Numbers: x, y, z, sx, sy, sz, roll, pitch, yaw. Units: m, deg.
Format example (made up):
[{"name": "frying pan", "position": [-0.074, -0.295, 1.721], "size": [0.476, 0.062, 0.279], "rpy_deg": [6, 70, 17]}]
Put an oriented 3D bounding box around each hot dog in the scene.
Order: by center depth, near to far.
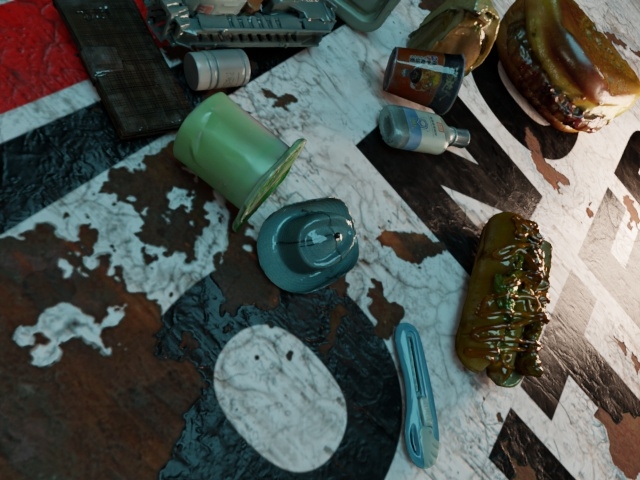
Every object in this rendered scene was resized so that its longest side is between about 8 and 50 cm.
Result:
[{"name": "hot dog", "position": [0.357, 0.097, 0.845], "size": [0.158, 0.117, 0.349], "rpy_deg": [35, 59, -13]}, {"name": "hot dog", "position": [0.605, -0.427, 1.139], "size": [0.405, 0.185, 0.223], "rpy_deg": [44, 56, -8]}]

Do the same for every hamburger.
[{"name": "hamburger", "position": [0.297, -0.438, 0.961], "size": [0.155, 0.208, 0.135], "rpy_deg": [16, 67, -18]}]

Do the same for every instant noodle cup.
[{"name": "instant noodle cup", "position": [0.202, -0.329, 0.917], "size": [0.136, 0.127, 0.127], "rpy_deg": [13, 65, -6]}]

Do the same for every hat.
[{"name": "hat", "position": [0.000, 0.000, 0.698], "size": [0.191, 0.078, 0.138], "rpy_deg": [-23, 97, -32]}]

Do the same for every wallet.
[{"name": "wallet", "position": [-0.284, -0.259, 0.670], "size": [0.124, 0.042, 0.230], "rpy_deg": [-24, 86, -39]}]

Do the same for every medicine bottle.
[{"name": "medicine bottle", "position": [-0.165, -0.274, 0.731], "size": [0.091, 0.058, 0.058], "rpy_deg": [-19, 82, -33]}, {"name": "medicine bottle", "position": [0.215, -0.219, 0.923], "size": [0.208, 0.054, 0.090], "rpy_deg": [1, 68, -30]}]

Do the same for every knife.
[{"name": "knife", "position": [0.153, 0.242, 0.727], "size": [0.064, 0.031, 0.222], "rpy_deg": [3, 70, -24]}]

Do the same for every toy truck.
[{"name": "toy truck", "position": [-0.130, -0.411, 0.752], "size": [0.338, 0.133, 0.184], "rpy_deg": [-23, 91, -39]}]

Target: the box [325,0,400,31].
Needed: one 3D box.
[{"name": "box", "position": [0.041, -0.599, 0.912], "size": [0.312, 0.175, 0.182], "rpy_deg": [31, 51, -15]}]

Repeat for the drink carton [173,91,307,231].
[{"name": "drink carton", "position": [-0.122, -0.124, 0.655], "size": [0.142, 0.144, 0.146], "rpy_deg": [40, 57, -3]}]

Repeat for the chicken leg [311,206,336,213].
[{"name": "chicken leg", "position": [-0.007, -0.044, 0.754], "size": [0.083, 0.021, 0.036], "rpy_deg": [-32, 105, -33]}]
